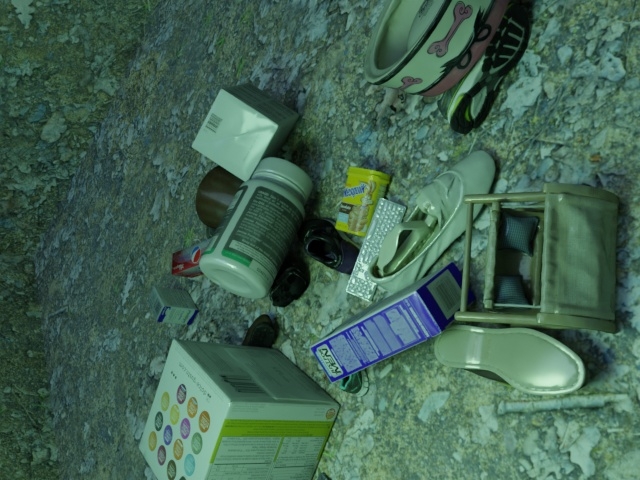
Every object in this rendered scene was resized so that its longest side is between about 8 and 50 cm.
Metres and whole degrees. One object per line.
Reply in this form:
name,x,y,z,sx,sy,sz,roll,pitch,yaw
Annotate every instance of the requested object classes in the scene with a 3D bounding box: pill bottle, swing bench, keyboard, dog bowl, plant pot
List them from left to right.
plant pot,-0.234,-0.107,2.026,0.230,0.215,0.215,23,97,36
pill bottle,-0.166,-0.039,1.791,0.204,0.204,0.361,-6,51,49
keyboard,0.139,0.024,1.636,0.072,0.014,0.256,22,97,12
dog bowl,0.268,-0.510,1.475,0.408,0.150,0.408,-54,22,34
swing bench,0.408,0.037,1.218,0.255,0.165,0.253,-7,74,49

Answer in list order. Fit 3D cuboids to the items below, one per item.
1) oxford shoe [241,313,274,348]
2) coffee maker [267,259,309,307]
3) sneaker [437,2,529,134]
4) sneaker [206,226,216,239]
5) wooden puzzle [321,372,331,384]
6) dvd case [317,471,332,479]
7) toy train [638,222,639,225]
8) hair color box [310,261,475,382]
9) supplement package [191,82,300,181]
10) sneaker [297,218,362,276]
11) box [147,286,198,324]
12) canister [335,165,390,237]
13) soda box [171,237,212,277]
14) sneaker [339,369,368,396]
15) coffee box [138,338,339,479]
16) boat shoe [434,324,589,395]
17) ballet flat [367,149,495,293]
oxford shoe,-0.199,0.315,1.950,0.227,0.083,0.096,-57,20,25
coffee maker,-0.121,0.083,1.876,0.178,0.120,0.171,35,105,49
sneaker,0.353,-0.397,1.462,0.300,0.111,0.121,-60,38,16
sneaker,-0.338,-0.113,2.226,0.130,0.087,0.227,-24,64,42
wooden puzzle,0.030,0.348,1.706,0.083,0.006,0.049,-38,53,37
dvd case,0.012,0.718,1.609,0.164,0.018,0.221,28,101,50
toy train,0.618,0.048,1.021,0.143,0.105,0.248,-28,58,30
hair color box,0.157,0.187,1.446,0.339,0.185,0.110,-33,87,40
supplement package,-0.219,-0.333,1.958,0.199,0.198,0.262,-57,-1,21
sneaker,0.000,0.000,1.751,0.283,0.124,0.107,32,104,50
box,-0.525,0.232,2.304,0.126,0.137,0.072,47,117,46
canister,0.108,-0.099,1.693,0.126,0.073,0.170,17,94,51
soda box,-0.415,0.065,2.257,0.263,0.092,0.083,-19,66,46
sneaker,0.071,0.303,1.615,0.065,0.076,0.166,-35,54,38
coffee box,-0.222,0.491,1.704,0.338,0.338,0.334,30,103,50
boat shoe,0.374,0.230,1.257,0.324,0.097,0.116,2,76,50
ballet flat,0.241,-0.038,1.469,0.400,0.139,0.139,-56,43,22
